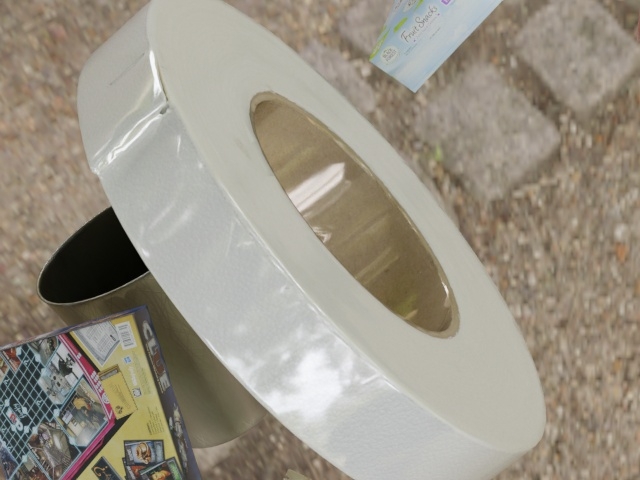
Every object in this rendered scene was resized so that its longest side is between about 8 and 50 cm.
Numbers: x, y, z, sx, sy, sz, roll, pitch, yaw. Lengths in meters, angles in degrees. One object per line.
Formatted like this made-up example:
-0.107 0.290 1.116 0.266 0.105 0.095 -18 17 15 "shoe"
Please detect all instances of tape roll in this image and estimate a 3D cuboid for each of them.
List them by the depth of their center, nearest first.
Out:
0.000 0.000 1.113 0.072 0.392 0.392 -40 62 18 "tape roll"

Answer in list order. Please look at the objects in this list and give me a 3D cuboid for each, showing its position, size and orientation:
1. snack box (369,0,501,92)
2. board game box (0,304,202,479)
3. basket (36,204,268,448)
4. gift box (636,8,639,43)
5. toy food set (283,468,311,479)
0.147 -0.286 1.802 0.070 0.174 0.207 32 47 -12 "snack box"
-0.197 0.195 1.480 0.165 0.042 0.243 -15 95 13 "board game box"
-0.141 0.082 1.661 0.204 0.227 0.154 -38 33 -17 "basket"
0.421 -0.225 1.401 0.258 0.255 0.276 2 25 -1 "gift box"
-0.024 0.351 1.740 0.132 0.038 0.192 26 71 2 "toy food set"
